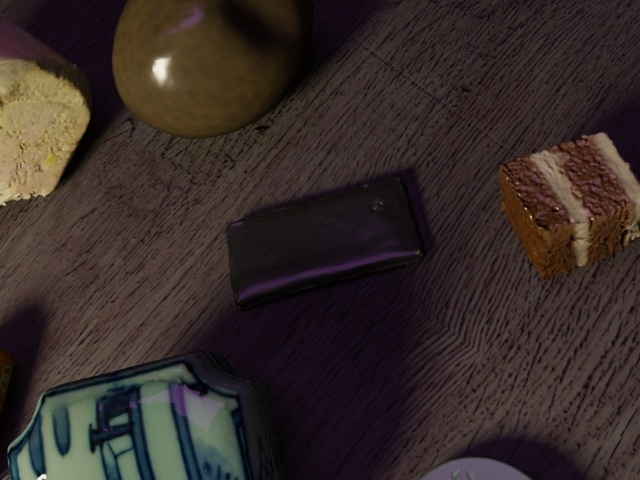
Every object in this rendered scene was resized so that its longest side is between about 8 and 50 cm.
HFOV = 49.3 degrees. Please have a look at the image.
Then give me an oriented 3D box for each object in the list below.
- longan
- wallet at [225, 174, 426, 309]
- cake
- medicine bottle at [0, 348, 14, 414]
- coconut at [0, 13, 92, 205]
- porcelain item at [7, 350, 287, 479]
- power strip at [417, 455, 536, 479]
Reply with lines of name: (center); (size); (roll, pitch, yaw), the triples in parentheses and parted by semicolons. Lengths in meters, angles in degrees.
longan: (-0.161, -0.307, 1.097); (0.288, 0.289, 0.350); (34, 62, 28)
wallet: (0.000, 0.000, 1.007); (0.285, 0.030, 0.146); (-15, 61, 4)
cake: (0.320, -0.047, 0.888); (0.147, 0.135, 0.135); (-26, 58, 4)
medicine bottle: (-0.489, 0.243, 0.951); (0.096, 0.096, 0.192); (-6, 59, 11)
coconut: (-0.557, -0.224, 1.135); (0.309, 0.297, 0.297); (33, 73, 25)
porcelain item: (-0.180, 0.277, 0.769); (0.285, 0.157, 0.282); (-13, 79, 6)
power strip: (0.201, 0.323, 0.757); (0.137, 0.044, 0.216); (-41, 58, -11)
